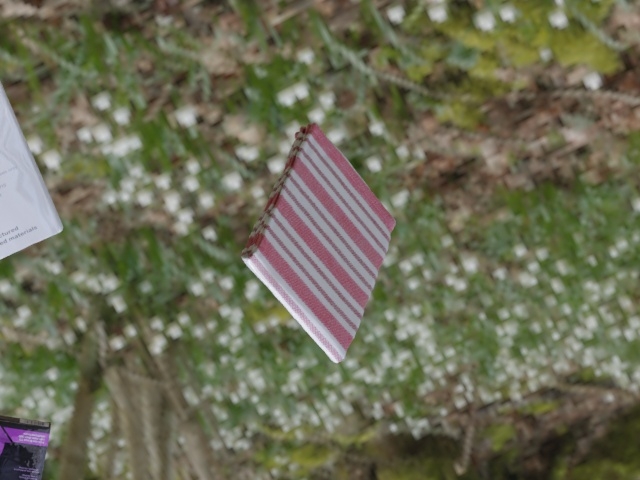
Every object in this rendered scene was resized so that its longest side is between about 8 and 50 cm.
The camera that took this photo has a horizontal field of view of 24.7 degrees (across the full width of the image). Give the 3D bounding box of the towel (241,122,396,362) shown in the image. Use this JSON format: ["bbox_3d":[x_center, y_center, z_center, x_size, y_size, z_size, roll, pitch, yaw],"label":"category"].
[{"bbox_3d":[0.000,0.000,1.345,0.029,0.144,0.197,-20,-147,36],"label":"towel"}]

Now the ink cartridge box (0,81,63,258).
[{"bbox_3d":[-0.485,-0.192,1.761,0.166,0.395,0.285,-26,-148,-14],"label":"ink cartridge box"}]

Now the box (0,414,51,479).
[{"bbox_3d":[-0.428,0.313,1.936,0.116,0.162,0.029,10,-171,-11],"label":"box"}]
